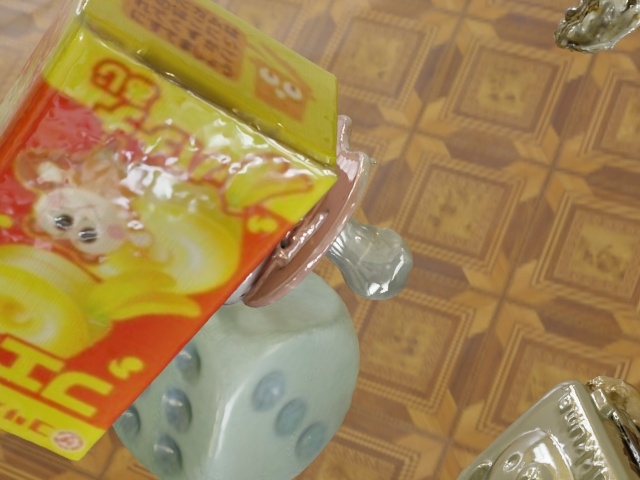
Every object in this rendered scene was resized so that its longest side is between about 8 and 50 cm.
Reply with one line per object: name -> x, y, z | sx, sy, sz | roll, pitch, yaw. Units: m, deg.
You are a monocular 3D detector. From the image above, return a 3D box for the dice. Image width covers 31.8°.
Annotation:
dice -> -0.126, 0.174, 1.550 | 0.264, 0.262, 0.268 | 33, 119, 35

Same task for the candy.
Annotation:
candy -> -0.123, -0.006, 0.599 | 0.276, 0.146, 0.088 | -48, 25, 33

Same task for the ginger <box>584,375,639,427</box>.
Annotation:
ginger -> 0.457, 0.251, 1.573 | 0.190, 0.095, 0.069 | 29, 92, -6

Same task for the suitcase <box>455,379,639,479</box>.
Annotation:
suitcase -> 0.288, 0.379, 1.395 | 0.339, 0.194, 0.352 | -47, 22, 18

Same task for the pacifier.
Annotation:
pacifier -> -0.012, -0.029, 1.405 | 0.273, 0.221, 0.332 | 1, 24, -8

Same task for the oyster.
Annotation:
oyster -> 0.300, -0.244, 1.137 | 0.105, 0.177, 0.056 | -18, 72, -28
